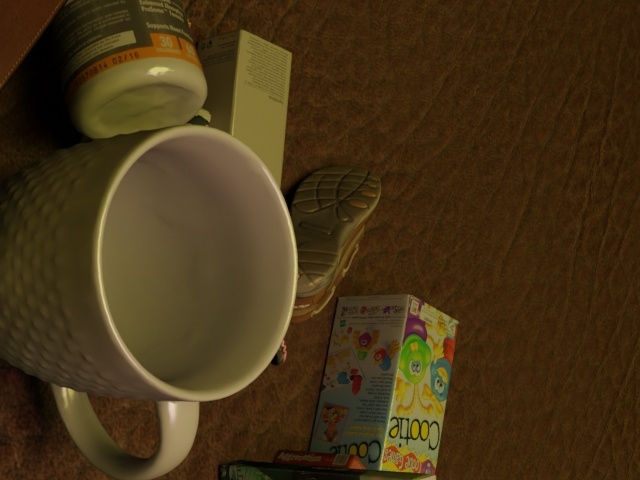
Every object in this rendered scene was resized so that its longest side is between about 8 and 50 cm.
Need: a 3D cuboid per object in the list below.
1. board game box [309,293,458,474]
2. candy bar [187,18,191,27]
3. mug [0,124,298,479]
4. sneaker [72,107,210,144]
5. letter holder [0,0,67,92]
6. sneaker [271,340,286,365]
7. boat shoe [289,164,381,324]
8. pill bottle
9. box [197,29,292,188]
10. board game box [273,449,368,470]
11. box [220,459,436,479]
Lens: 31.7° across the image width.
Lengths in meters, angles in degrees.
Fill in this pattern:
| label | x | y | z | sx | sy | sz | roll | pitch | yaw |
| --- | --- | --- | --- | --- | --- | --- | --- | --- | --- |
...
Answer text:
| label | x | y | z | sx | sy | sz | roll | pitch | yaw |
| --- | --- | --- | --- | --- | --- | --- | --- | --- | --- |
| board game box | 0.098 | 0.236 | 1.724 | 0.142 | 0.144 | 0.275 | 30 | 65 | -44 |
| candy bar | -0.231 | -0.292 | 1.490 | 0.161 | 0.018 | 0.040 | 7 | 85 | -49 |
| mug | -0.227 | 0.077 | 1.220 | 0.276 | 0.328 | 0.374 | -14 | 98 | -49 |
| sneaker | -0.229 | -0.125 | 1.419 | 0.153 | 0.094 | 0.235 | 21 | 36 | -11 |
| letter holder | -0.437 | -0.214 | 1.144 | 0.214 | 0.152 | 0.302 | 48 | 53 | -33 |
| sneaker | -0.094 | 0.134 | 1.592 | 0.057 | 0.047 | 0.119 | -42 | 110 | -35 |
| boat shoe | 0.000 | 0.000 | 1.674 | 0.324 | 0.123 | 0.116 | -55 | 159 | -47 |
| pill bottle | -0.242 | -0.266 | 1.314 | 0.162 | 0.162 | 0.279 | 4 | 61 | -49 |
| box | -0.115 | -0.140 | 1.551 | 0.113 | 0.094 | 0.275 | 18 | 73 | -47 |
| board game box | 0.061 | 0.405 | 1.662 | 0.281 | 0.145 | 0.027 | 54 | 50 | -31 |
| box | 0.007 | 0.412 | 1.464 | 0.058 | 0.322 | 0.232 | 1 | 85 | -54 |
